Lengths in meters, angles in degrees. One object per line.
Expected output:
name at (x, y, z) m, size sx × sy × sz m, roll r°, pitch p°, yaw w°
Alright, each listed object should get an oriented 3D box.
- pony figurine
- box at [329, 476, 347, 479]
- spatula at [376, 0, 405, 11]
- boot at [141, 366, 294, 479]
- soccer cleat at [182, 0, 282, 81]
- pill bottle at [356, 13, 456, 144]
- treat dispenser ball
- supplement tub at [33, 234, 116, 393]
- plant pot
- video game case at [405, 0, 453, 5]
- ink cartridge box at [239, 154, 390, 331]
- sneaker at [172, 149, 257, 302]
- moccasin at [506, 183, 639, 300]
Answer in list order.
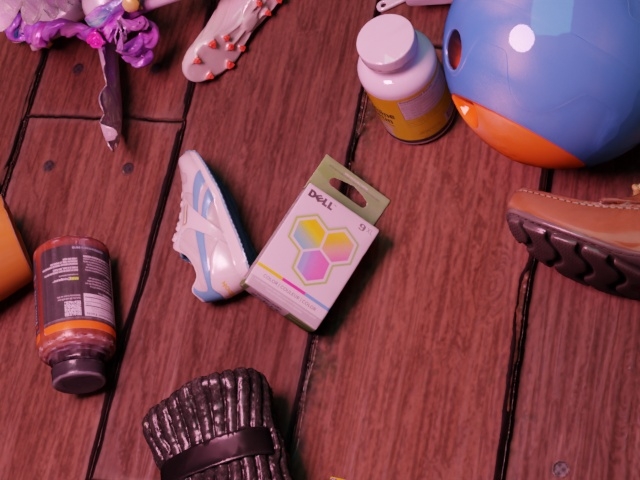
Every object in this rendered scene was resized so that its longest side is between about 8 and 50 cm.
pony figurine at (-0.306, -0.337, 1.839) m, size 0.363 × 0.303 × 0.351 m, roll -30°, pitch 27°, yaw 8°
box at (0.089, 0.319, 1.468) m, size 0.168 × 0.059 × 0.054 m, roll 8°, pitch 71°, yaw 24°
spatula at (0.174, -0.426, 1.827) m, size 0.242 × 0.019 × 0.168 m, roll -23°, pitch 64°, yaw 10°
boot at (-0.180, 0.326, 1.517) m, size 0.347 × 0.131 × 0.260 m, roll -24°, pitch 66°, yaw -5°
soccer cleat at (-0.134, -0.308, 1.857) m, size 0.196 × 0.068 × 0.076 m, roll -49°, pitch 45°, yaw -9°
pill bottle at (0.106, -0.208, 1.645) m, size 0.103 × 0.184 × 0.103 m, roll -8°, pitch 62°, yaw 16°
treat dispenser ball at (0.289, -0.228, 1.527) m, size 0.288 × 0.288 × 0.288 m, roll -8°, pitch 63°, yaw 16°
supplement tub at (-0.325, 0.100, 1.699) m, size 0.106 × 0.106 × 0.198 m, roll -15°, pitch 61°, yaw 12°
plant pot at (-0.502, 0.027, 1.759) m, size 0.187 × 0.205 × 0.205 m, roll -22°, pitch 59°, yaw -9°
video game case at (0.273, -0.476, 1.785) m, size 0.299 × 0.036 × 0.329 m, roll -1°, pitch 66°, yaw 12°
ink cartridge box at (0.000, 0.000, 1.626) m, size 0.109 × 0.062 × 0.209 m, roll 35°, pitch 78°, yaw -6°
sneaker at (-0.156, -0.024, 1.710) m, size 0.092 × 0.087 × 0.229 m, roll -27°, pitch 57°, yaw 8°
moccasin at (0.403, -0.012, 1.469) m, size 0.380 × 0.139 × 0.147 m, roll 8°, pitch 68°, yaw 23°
